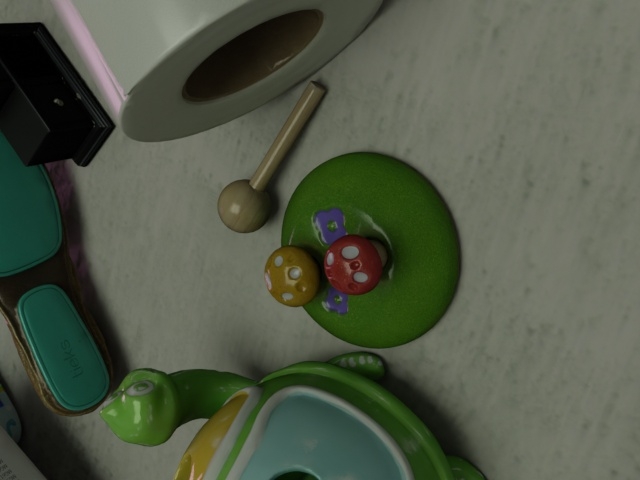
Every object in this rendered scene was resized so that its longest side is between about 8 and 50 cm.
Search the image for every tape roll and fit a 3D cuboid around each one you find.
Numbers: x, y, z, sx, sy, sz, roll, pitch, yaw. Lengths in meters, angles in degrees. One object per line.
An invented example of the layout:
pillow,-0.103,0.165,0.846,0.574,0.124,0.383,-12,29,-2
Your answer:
tape roll,-0.092,-0.214,0.774,0.246,0.246,0.169,-35,80,36

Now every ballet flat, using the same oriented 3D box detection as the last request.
ballet flat,-0.334,0.039,1.100,0.124,0.116,0.342,-7,107,63

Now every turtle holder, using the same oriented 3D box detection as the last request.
turtle holder,-0.030,0.219,0.850,0.243,0.227,0.320,-34,82,37

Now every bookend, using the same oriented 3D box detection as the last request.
bookend,-0.332,-0.149,1.012,0.072,0.157,0.156,-45,75,34

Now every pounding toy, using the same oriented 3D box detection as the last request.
pounding toy,0.000,0.000,0.847,0.237,0.110,0.183,47,123,16

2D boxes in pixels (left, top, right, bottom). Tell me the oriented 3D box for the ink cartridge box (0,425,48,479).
ink cartridge box,-0.446,0.377,1.158,0.272,0.130,0.309,46,124,7

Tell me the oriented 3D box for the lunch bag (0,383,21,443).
lunch bag,-0.501,0.210,1.266,0.176,0.090,0.219,-40,79,32
